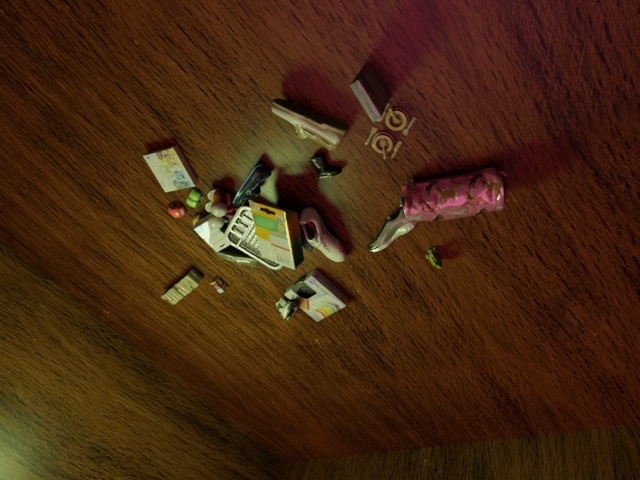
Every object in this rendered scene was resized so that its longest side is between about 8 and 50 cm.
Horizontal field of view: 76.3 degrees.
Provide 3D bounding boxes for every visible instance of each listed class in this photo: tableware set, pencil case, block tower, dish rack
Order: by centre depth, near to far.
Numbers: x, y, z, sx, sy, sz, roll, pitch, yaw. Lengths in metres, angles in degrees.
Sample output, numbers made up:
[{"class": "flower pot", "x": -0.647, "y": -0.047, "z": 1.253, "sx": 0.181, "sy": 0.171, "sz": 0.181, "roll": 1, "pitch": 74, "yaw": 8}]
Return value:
[{"class": "tableware set", "x": 0.258, "y": -0.404, "z": 1.526, "sx": 0.128, "sy": 0.039, "sz": 0.194, "roll": 26, "pitch": 132, "yaw": -3}, {"class": "pencil case", "x": 0.504, "y": -0.171, "z": 1.553, "sx": 0.385, "sy": 0.160, "sz": 0.167, "roll": -6, "pitch": 154, "yaw": 24}, {"class": "dish rack", "x": -0.284, "y": -0.022, "z": 2.006, "sx": 0.332, "sy": 0.072, "sz": 0.285, "roll": 33, "pitch": 130, "yaw": -8}, {"class": "block tower", "x": -0.819, "y": 0.275, "z": 2.423, "sx": 0.335, "sy": 0.091, "sz": 0.097, "roll": -32, "pitch": 112, "yaw": 37}]

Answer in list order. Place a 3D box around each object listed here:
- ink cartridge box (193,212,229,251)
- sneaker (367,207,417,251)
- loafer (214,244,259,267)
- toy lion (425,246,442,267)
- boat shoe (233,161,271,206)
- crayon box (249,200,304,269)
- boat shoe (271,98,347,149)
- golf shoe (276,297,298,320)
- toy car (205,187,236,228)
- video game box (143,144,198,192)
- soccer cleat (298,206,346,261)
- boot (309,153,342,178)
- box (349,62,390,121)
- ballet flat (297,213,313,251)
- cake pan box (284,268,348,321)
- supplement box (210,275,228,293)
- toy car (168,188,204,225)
[{"class": "ink cartridge box", "x": -0.540, "y": -0.037, "z": 2.059, "sx": 0.104, "sy": 0.060, "sz": 0.180, "roll": -28, "pitch": 127, "yaw": 10}, {"class": "sneaker", "x": 0.300, "y": -0.047, "z": 1.773, "sx": 0.108, "sy": 0.100, "sz": 0.271, "roll": 45, "pitch": 123, "yaw": -5}, {"class": "loafer", "x": -0.435, "y": 0.091, "z": 2.135, "sx": 0.251, "sy": 0.094, "sz": 0.088, "roll": 15, "pitch": 127, "yaw": 8}, {"class": "toy lion", "x": 0.507, "y": 0.083, "z": 1.796, "sx": 0.034, "sy": 0.100, "sz": 0.096, "roll": -26, "pitch": 97, "yaw": 32}, {"class": "boat shoe", "x": -0.309, "y": -0.231, "z": 1.826, "sx": 0.089, "sy": 0.109, "sz": 0.258, "roll": 34, "pitch": 133, "yaw": -13}, {"class": "crayon box", "x": -0.192, "y": -0.040, "z": 1.825, "sx": 0.203, "sy": 0.083, "sz": 0.323, "roll": 19, "pitch": 135, "yaw": 28}, {"class": "boat shoe", "x": -0.054, "y": -0.440, "z": 1.559, "sx": 0.302, "sy": 0.113, "sz": 0.103, "roll": 25, "pitch": 126, "yaw": -2}, {"class": "golf shoe", "x": -0.193, "y": 0.369, "z": 2.215, "sx": 0.120, "sy": 0.105, "sz": 0.273, "roll": 43, "pitch": 160, "yaw": 4}, {"class": "toy car", "x": -0.466, "y": -0.153, "z": 1.936, "sx": 0.136, "sy": 0.159, "sz": 0.182, "roll": -1, "pitch": 138, "yaw": -28}, {"class": "video game box", "x": -0.703, "y": -0.336, "z": 1.917, "sx": 0.187, "sy": 0.048, "sz": 0.205, "roll": -5, "pitch": 126, "yaw": 25}, {"class": "soccer cleat", "x": 0.000, "y": 0.000, "z": 1.875, "sx": 0.116, "sy": 0.143, "sz": 0.331, "roll": -20, "pitch": 118, "yaw": 33}, {"class": "boot", "x": 0.020, "y": -0.312, "z": 1.684, "sx": 0.121, "sy": 0.045, "sz": 0.099, "roll": -8, "pitch": 121, "yaw": 25}, {"class": "box", "x": 0.172, "y": -0.503, "z": 1.378, "sx": 0.038, "sy": 0.186, "sz": 0.145, "roll": -23, "pitch": 118, "yaw": 35}, {"class": "ballet flat", "x": -0.092, "y": -0.028, "z": 1.898, "sx": 0.070, "sy": 0.070, "sz": 0.189, "roll": -23, "pitch": 82, "yaw": 33}, {"class": "cake pan box", "x": -0.026, "y": 0.294, "z": 2.175, "sx": 0.267, "sy": 0.070, "sz": 0.245, "roll": 43, "pitch": 126, "yaw": -16}, {"class": "supplement box", "x": -0.583, "y": 0.254, "z": 2.346, "sx": 0.043, "sy": 0.055, "sz": 0.083, "roll": -25, "pitch": 117, "yaw": 33}, {"class": "toy car", "x": -0.650, "y": -0.160, "z": 2.036, "sx": 0.238, "sy": 0.053, "sz": 0.225, "roll": 28, "pitch": 132, "yaw": -4}]
